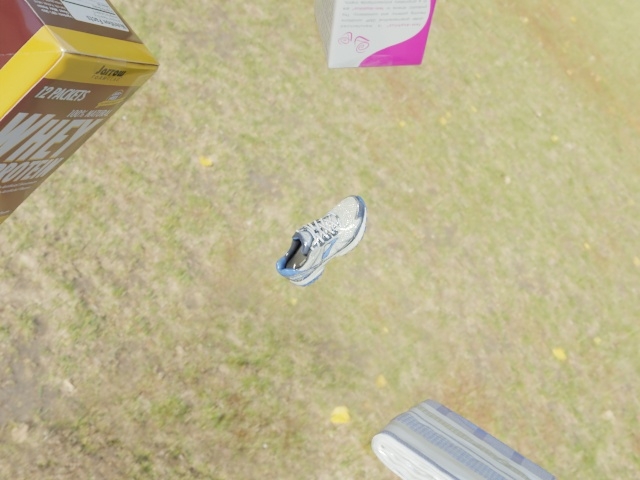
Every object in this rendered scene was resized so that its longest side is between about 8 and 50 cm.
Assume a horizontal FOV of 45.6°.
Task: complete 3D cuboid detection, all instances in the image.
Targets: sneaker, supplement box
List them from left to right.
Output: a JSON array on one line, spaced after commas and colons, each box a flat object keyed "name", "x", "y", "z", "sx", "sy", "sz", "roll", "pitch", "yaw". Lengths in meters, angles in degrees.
[{"name": "supplement box", "x": -0.257, "y": -0.132, "z": 0.514, "sx": 0.194, "sy": 0.191, "sz": 0.129, "roll": 51, "pitch": 16, "yaw": 1}, {"name": "sneaker", "x": 0.000, "y": 0.000, "z": 0.884, "sx": 0.058, "sy": 0.135, "sz": 0.052, "roll": 20, "pitch": 26, "yaw": -52}, {"name": "supplement box", "x": 0.062, "y": -0.301, "z": 0.797, "sx": 0.111, "sy": 0.220, "sz": 0.114, "roll": -4, "pitch": 50, "yaw": -11}]

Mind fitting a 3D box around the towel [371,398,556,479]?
[{"name": "towel", "x": 0.178, "y": 0.265, "z": 0.880, "sx": 0.209, "sy": 0.034, "sz": 0.285, "roll": 32, "pitch": 7, "yaw": 18}]
